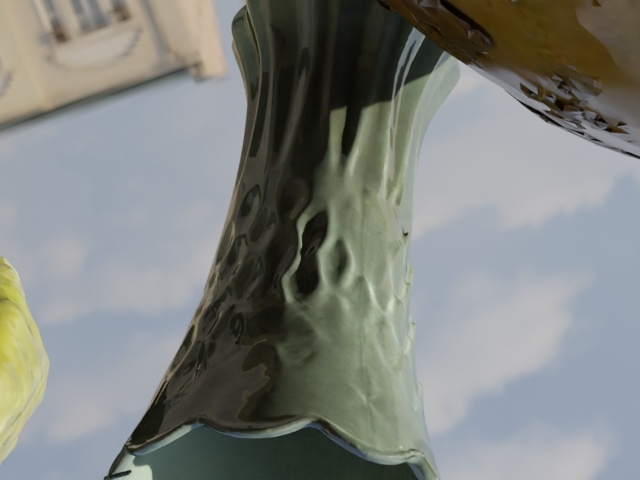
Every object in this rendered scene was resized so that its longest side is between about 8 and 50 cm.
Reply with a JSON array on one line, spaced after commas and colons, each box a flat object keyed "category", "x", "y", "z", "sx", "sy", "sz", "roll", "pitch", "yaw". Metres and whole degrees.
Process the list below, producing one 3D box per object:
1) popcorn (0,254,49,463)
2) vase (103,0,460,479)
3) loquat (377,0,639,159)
[{"category": "popcorn", "x": -0.214, "y": 0.076, "z": 0.504, "sx": 0.276, "sy": 0.225, "sz": 0.276, "roll": -34, "pitch": -143, "yaw": 30}, {"category": "vase", "x": 0.000, "y": 0.000, "z": 0.442, "sx": 0.081, "sy": 0.081, "sz": 0.148, "roll": -7, "pitch": -125, "yaw": 23}, {"category": "loquat", "x": 0.100, "y": -0.123, "z": 0.365, "sx": 0.235, "sy": 0.235, "sz": 0.235, "roll": -15, "pitch": -154, "yaw": 7}]
